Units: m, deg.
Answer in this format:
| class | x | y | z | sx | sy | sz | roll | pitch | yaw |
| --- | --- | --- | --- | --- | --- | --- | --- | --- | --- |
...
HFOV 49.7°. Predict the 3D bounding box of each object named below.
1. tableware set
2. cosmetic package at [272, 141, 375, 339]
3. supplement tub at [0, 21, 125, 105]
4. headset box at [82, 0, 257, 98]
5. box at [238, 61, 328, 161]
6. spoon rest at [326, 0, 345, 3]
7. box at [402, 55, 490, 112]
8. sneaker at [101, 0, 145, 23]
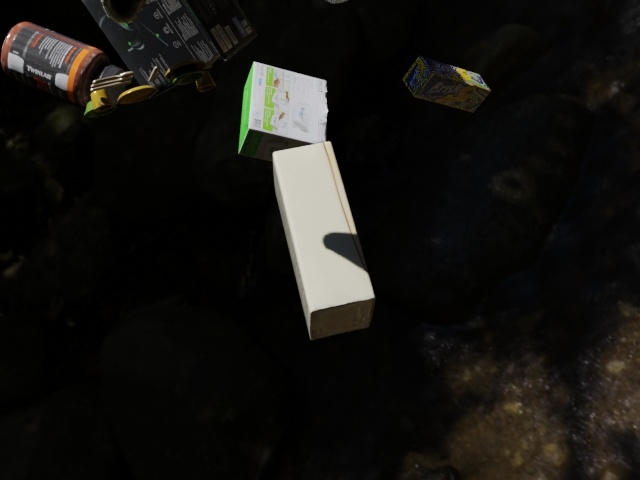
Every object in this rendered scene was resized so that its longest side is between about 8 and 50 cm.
| class | x | y | z | sx | sy | sz | roll | pitch | yaw |
| --- | --- | --- | --- | --- | --- | --- | --- | --- | --- |
| tableware set | -0.190 | -0.170 | 0.786 | 0.104 | 0.154 | 0.024 | -19 | 91 | 64 |
| cosmetic package | 0.000 | 0.000 | 1.224 | 0.113 | 0.160 | 0.309 | -12 | 66 | -7 |
| supplement tub | -0.446 | -0.302 | 1.213 | 0.198 | 0.106 | 0.106 | 22 | 75 | 4 |
| headset box | -0.320 | -0.459 | 1.437 | 0.283 | 0.246 | 0.131 | -13 | 29 | 41 |
| box | -0.104 | -0.361 | 1.997 | 0.127 | 0.231 | 0.262 | 124 | 151 | -52 |
| spoon rest | 0.101 | -0.739 | 1.810 | 0.276 | 0.137 | 0.084 | -41 | 50 | 19 |
| box | 0.241 | -0.296 | 1.314 | 0.059 | 0.169 | 0.054 | -53 | 48 | 36 |
| sneaker | -0.211 | -0.319 | 0.748 | 0.410 | 0.158 | 0.182 | 2 | 63 | 54 |
